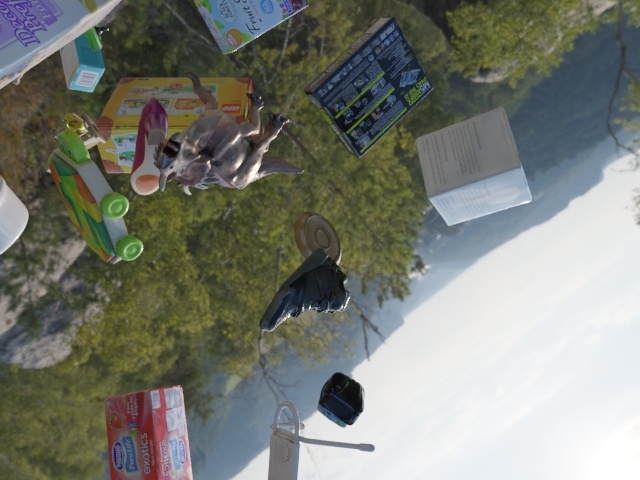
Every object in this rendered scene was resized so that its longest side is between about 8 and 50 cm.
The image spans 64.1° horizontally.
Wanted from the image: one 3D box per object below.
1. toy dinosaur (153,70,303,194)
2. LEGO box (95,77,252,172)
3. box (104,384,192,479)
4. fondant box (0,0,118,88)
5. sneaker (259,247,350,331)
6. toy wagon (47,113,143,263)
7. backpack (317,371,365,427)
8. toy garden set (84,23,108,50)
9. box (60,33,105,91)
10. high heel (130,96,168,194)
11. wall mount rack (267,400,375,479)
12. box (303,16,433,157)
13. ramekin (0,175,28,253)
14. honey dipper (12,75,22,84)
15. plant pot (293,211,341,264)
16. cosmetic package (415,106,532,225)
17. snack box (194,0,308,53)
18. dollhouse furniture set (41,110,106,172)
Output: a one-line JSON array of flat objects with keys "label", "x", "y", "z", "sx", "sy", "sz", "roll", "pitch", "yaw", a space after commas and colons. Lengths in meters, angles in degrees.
[{"label": "toy dinosaur", "x": -0.160, "y": -0.139, "z": 0.842, "sx": 0.296, "sy": 0.127, "sz": 0.200, "roll": 30, "pitch": 79, "yaw": -54}, {"label": "LEGO box", "x": -0.500, "y": -0.426, "z": 1.858, "sx": 0.501, "sy": 0.372, "sz": 0.193, "roll": 0, "pitch": 133, "yaw": -2}, {"label": "box", "x": -0.440, "y": 0.540, "z": 1.323, "sx": 0.142, "sy": 0.299, "sz": 0.154, "roll": -15, "pitch": 167, "yaw": 15}, {"label": "fondant box", "x": -0.407, "y": -0.343, "z": 0.620, "sx": 0.096, "sy": 0.238, "sz": 0.330, "roll": -23, "pitch": -148, "yaw": 29}, {"label": "sneaker", "x": -0.021, "y": 0.124, "z": 1.054, "sx": 0.227, "sy": 0.130, "sz": 0.087, "roll": -44, "pitch": 171, "yaw": -39}, {"label": "toy wagon", "x": -0.515, "y": -0.109, "z": 1.126, "sx": 0.068, "sy": 0.267, "sz": 0.344, "roll": -35, "pitch": 141, "yaw": -32}, {"label": "backpack", "x": 0.047, "y": 0.373, "z": 1.207, "sx": 0.084, "sy": 0.105, "sz": 0.114, "roll": -56, "pitch": 180, "yaw": 21}, {"label": "toy garden set", "x": -0.475, "y": -0.535, "z": 1.003, "sx": 0.049, "sy": 0.244, "sz": 0.203, "roll": -17, "pitch": 150, "yaw": -8}, {"label": "box", "x": -0.592, "y": -0.494, "z": 1.245, "sx": 0.060, "sy": 0.244, "sz": 0.101, "roll": -3, "pitch": 159, "yaw": -43}, {"label": "high heel", "x": -0.413, "y": -0.219, "z": 1.226, "sx": 0.082, "sy": 0.117, "sz": 0.244, "roll": -1, "pitch": 145, "yaw": -23}, {"label": "wall mount rack", "x": -0.021, "y": 0.574, "z": 1.230, "sx": 0.131, "sy": 0.349, "sz": 0.304, "roll": 10, "pitch": 169, "yaw": -35}, {"label": "box", "x": 0.124, "y": -0.375, "z": 1.264, "sx": 0.270, "sy": 0.216, "sz": 0.060, "roll": -44, "pitch": -148, "yaw": -3}, {"label": "ramekin", "x": -0.973, "y": -0.051, "z": 1.437, "sx": 0.277, "sy": 0.277, "sz": 0.135, "roll": -36, "pitch": 135, "yaw": -10}, {"label": "honey dipper", "x": -0.680, "y": -0.415, "z": 1.197, "sx": 0.161, "sy": 0.030, "sz": 0.030, "roll": -32, "pitch": 174, "yaw": 30}, {"label": "plant pot", "x": 0.000, "y": 0.000, "z": 1.817, "sx": 0.032, "sy": 0.236, "sz": 0.236, "roll": -27, "pitch": 178, "yaw": 37}, {"label": "cosmetic package", "x": 0.317, "y": -0.147, "z": 1.058, "sx": 0.184, "sy": 0.151, "sz": 0.151, "roll": -18, "pitch": 151, "yaw": 22}, {"label": "snack box", "x": -0.097, "y": -0.336, "z": 0.700, "sx": 0.141, "sy": 0.100, "sz": 0.037, "roll": -38, "pitch": -151, "yaw": -17}, {"label": "dollhouse furniture set", "x": -0.739, "y": -0.293, "z": 1.437, "sx": 0.182, "sy": 0.101, "sz": 0.161, "roll": -32, "pitch": 174, "yaw": -2}]
